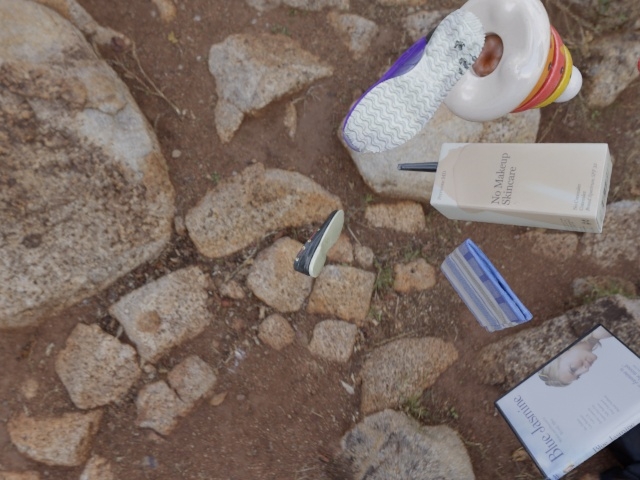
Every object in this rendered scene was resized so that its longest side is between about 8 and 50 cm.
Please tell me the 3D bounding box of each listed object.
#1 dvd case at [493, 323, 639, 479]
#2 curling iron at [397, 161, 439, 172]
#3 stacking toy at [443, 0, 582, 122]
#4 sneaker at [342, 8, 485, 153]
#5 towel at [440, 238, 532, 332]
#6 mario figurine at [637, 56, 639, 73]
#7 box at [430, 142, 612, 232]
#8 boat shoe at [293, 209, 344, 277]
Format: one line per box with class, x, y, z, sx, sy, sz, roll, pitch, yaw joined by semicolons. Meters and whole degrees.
dvd case;0.448;0.276;0.880;0.253;0.022;0.180;-41;27;9
curling iron;0.329;-0.174;1.272;0.274;0.035;0.068;12;70;20
stacking toy;0.606;-0.501;1.462;0.480;0.350;0.350;-2;55;-36
sneaker;0.145;-0.253;0.861;0.293;0.146;0.102;-45;104;-7
towel;0.363;0.109;1.138;0.034;0.285;0.209;-33;77;-5
mario figurine;0.688;-0.402;0.917;0.198;0.320;0.170;-16;46;25
box;0.396;-0.110;1.008;0.311;0.121;0.148;7;81;35
boat shoe;0.000;-0.001;0.813;0.042;0.049;0.133;14;58;27
